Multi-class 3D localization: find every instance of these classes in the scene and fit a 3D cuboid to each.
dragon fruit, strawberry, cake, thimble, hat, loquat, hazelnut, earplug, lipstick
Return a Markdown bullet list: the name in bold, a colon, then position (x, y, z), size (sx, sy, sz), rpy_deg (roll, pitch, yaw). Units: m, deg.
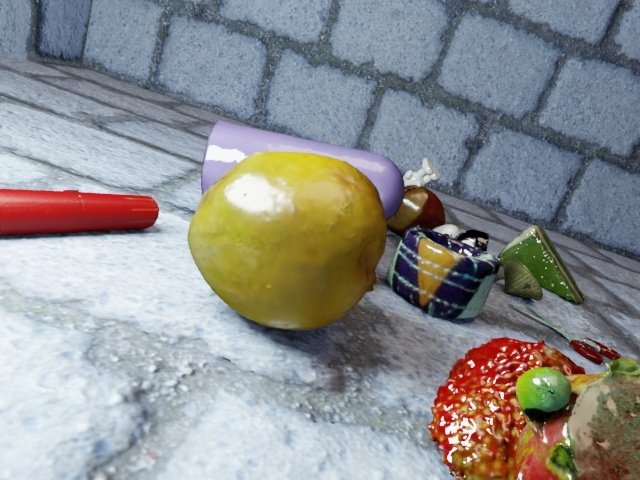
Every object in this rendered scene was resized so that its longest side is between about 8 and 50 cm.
- **dragon fruit**: position (0.299, 0.244, 0.431), size (0.268, 0.130, 0.295), rpy_deg (-29, 62, -27)
- **strawberry**: position (0.277, 0.219, 0.599), size (0.233, 0.137, 0.306), rpy_deg (29, 18, 24)
- **cake**: position (0.756, 0.068, 1.520), size (0.158, 0.172, 0.284), rpy_deg (-4, 31, -48)
- **thimble**: position (0.277, 0.068, 1.032), size (0.237, 0.150, 0.237), rpy_deg (19, 15, -5)
- **hat**: position (0.541, 0.125, 1.300), size (0.146, 0.067, 0.146), rpy_deg (55, -4, 6)
- **loquat**: position (-0.045, -0.006, 0.695), size (0.284, 0.276, 0.276), rpy_deg (28, 16, -7)
- **hazelnut**: position (0.301, -0.094, 1.505), size (0.181, 0.181, 0.212), rpy_deg (-25, 32, -35)
- **earplug**: position (-0.031, -0.142, 1.085), size (0.456, 0.215, 0.215), rpy_deg (8, 17, 1)
- **lipstick**: position (-0.409, -0.048, 0.776), size (0.073, 0.073, 0.280), rpy_deg (30, 20, 31)

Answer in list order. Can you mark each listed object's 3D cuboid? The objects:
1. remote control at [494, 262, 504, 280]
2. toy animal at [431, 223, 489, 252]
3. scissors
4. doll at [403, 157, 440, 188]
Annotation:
- **remote control**: position (0.482, 0.074, 1.388), size (0.109, 0.055, 0.313), rpy_deg (31, 20, 32)
- **toy animal**: position (0.349, 0.043, 1.211), size (0.179, 0.166, 0.138), rpy_deg (17, 12, 32)
- **scissors**: position (0.583, 0.218, 1.130), size (0.144, 0.017, 0.248), rpy_deg (6, 20, -39)
- **doll**: position (0.265, -0.196, 1.633), size (0.208, 0.271, 0.144), rpy_deg (30, 33, -10)
